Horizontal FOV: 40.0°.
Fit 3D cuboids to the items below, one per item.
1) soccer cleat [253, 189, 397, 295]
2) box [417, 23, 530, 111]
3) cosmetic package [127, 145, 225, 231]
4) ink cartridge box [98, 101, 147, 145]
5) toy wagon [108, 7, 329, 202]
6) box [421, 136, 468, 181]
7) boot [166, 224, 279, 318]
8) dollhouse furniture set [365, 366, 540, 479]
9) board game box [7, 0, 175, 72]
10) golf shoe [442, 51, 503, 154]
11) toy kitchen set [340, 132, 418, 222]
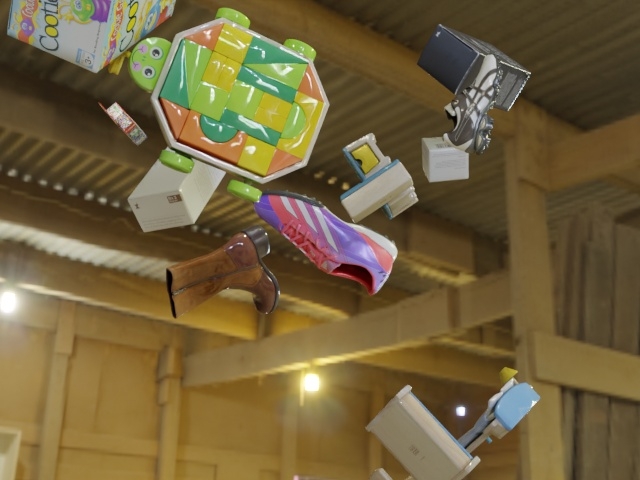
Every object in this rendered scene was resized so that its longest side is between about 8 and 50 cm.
[{"bbox_3d":[0.000,0.000,1.793,0.318,0.116,0.109,25,-29,-5],"label":"soccer cleat"},{"bbox_3d":[0.352,-0.395,2.020,0.207,0.153,0.108,7,-59,-41],"label":"box"},{"bbox_3d":[-0.276,-0.115,1.738,0.117,0.231,0.086,-8,-58,21],"label":"cosmetic package"},{"bbox_3d":[-0.386,-0.235,1.721,0.029,0.063,0.115,-42,-19,-4],"label":"ink cartridge box"},{"bbox_3d":[-0.164,-0.229,1.385,0.344,0.267,0.068,22,-6,-17],"label":"toy wagon"},{"bbox_3d":[0.311,-0.206,2.201,0.101,0.102,0.087,-6,-65,-2],"label":"box"},{"bbox_3d":[-0.239,0.126,2.182,0.280,0.096,0.264,-30,-44,-30],"label":"boot"},{"bbox_3d":[0.257,0.385,1.843,0.303,0.198,0.286,-28,-20,-45],"label":"dollhouse furniture set"},{"bbox_3d":[-0.319,-0.380,1.300,0.142,0.275,0.144,24,-56,2],"label":"board game box"},{"bbox_3d":[0.276,-0.257,1.602,0.093,0.198,0.077,12,-14,8],"label":"golf shoe"},{"bbox_3d":[0.076,-0.119,1.581,0.122,0.166,0.207,-34,-14,3],"label":"toy kitchen set"}]
